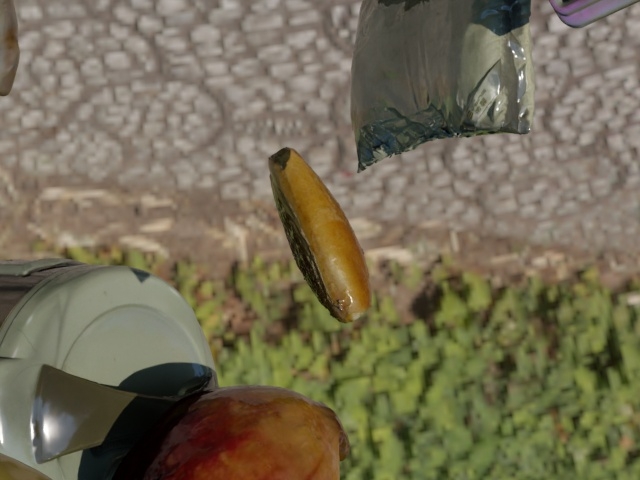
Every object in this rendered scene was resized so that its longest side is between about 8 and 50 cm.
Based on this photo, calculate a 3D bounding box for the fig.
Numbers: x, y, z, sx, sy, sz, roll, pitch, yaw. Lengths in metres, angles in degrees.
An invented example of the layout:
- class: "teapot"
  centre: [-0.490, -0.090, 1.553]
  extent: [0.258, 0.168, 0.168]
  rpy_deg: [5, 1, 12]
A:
- class: "fig"
  centre: [-0.093, 0.251, 1.468]
  extent: [0.224, 0.263, 0.224]
  rpy_deg: [22, 162, 7]

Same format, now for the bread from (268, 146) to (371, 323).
- class: "bread"
  centre: [-0.005, -0.016, 1.286]
  extent: [0.054, 0.136, 0.154]
  rpy_deg: [-27, -161, -7]

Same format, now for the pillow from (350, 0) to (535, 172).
- class: "pillow"
  centre: [0.075, -0.129, 1.059]
  extent: [0.050, 0.148, 0.230]
  rpy_deg: [10, 173, -24]

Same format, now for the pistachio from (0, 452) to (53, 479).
- class: "pistachio"
  centre: [-0.107, 0.207, 0.606]
  extent: [0.166, 0.288, 0.197]
  rpy_deg: [-61, 169, 27]

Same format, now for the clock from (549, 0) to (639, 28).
- class: "clock"
  centre: [0.153, -0.227, 0.849]
  extent: [0.071, 0.192, 0.147]
  rpy_deg: [-35, -171, -35]

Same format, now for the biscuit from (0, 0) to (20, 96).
- class: "biscuit"
  centre: [-0.384, -0.207, 1.030]
  extent: [0.366, 0.115, 0.268]
  rpy_deg: [6, 117, 15]

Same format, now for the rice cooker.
- class: "rice cooker"
  centre: [-0.288, 0.177, 1.641]
  extent: [0.325, 0.335, 0.335]
  rpy_deg: [-2, 161, 38]
